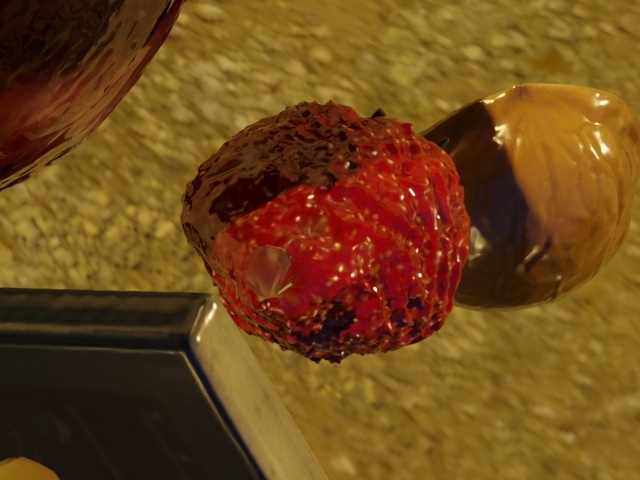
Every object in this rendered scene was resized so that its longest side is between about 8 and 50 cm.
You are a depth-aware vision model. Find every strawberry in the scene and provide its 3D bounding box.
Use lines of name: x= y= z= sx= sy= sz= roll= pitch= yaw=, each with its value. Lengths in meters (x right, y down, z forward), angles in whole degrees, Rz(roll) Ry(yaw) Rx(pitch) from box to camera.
strawberry: x=0.001 y=-0.007 z=0.889 sx=0.131 sy=0.148 sz=0.131 roll=-3 pitch=80 yaw=16

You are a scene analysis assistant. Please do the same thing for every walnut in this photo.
walnut: x=0.111 y=-0.008 z=1.117 sx=0.167 sy=0.211 sz=0.087 roll=-9 pitch=69 yaw=-2

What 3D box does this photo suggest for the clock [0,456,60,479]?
clock: x=-0.087 y=0.173 z=0.234 sx=0.286 sy=0.117 sz=0.348 roll=49 pitch=46 yaw=-4

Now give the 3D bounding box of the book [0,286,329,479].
book: x=-0.114 y=0.081 z=0.620 sx=0.191 sy=0.269 sz=0.025 roll=63 pitch=39 yaw=-41

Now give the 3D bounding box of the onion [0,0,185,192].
onion: x=-0.160 y=-0.081 z=0.339 sx=0.272 sy=0.272 sz=0.195 roll=37 pitch=68 yaw=-25
